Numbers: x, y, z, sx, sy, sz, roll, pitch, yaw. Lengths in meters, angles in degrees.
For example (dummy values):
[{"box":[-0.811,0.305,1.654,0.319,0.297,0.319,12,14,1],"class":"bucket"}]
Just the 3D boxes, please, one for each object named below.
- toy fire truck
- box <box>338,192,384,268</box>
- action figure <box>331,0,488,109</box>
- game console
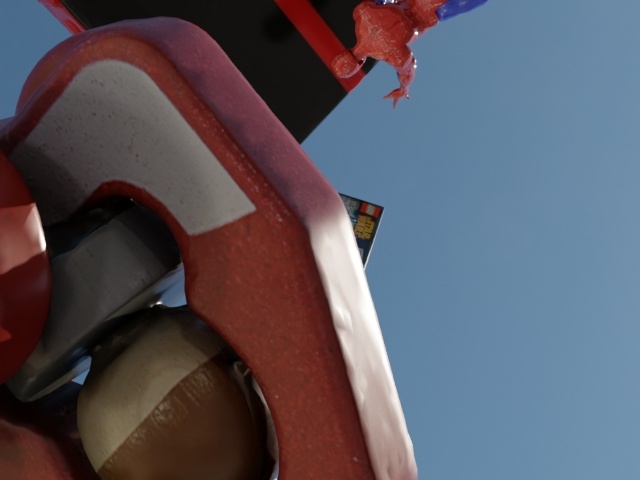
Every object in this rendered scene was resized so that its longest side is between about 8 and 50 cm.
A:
[{"box":[-0.088,0.078,0.475,0.302,0.169,0.254,-40,-92,32],"class":"toy fire truck"},{"box":[0.000,0.000,1.178,0.094,0.137,0.027,18,-55,2],"class":"box"},{"box":[0.127,-0.241,1.355,0.280,0.139,0.091,-34,-100,-9],"class":"action figure"},{"box":[-0.074,-0.272,1.316,0.342,0.060,0.386,-48,-48,-5],"class":"game console"}]
